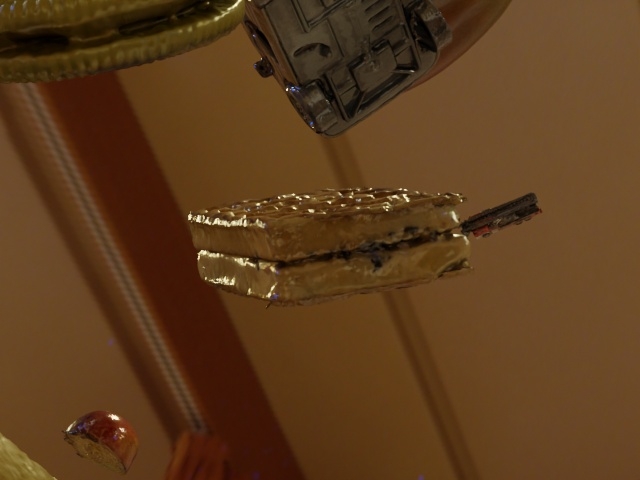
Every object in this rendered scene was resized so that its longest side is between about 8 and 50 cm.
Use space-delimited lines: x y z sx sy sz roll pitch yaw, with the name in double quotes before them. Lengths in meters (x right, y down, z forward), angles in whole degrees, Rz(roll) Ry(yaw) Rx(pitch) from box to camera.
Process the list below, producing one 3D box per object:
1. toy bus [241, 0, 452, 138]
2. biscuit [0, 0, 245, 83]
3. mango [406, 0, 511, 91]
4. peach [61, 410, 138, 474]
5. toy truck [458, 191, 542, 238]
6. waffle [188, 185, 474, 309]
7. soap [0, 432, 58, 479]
"toy bus" -0.013 -0.213 1.020 0.139 0.157 0.289 -36 -32 -3
"biscuit" -0.061 -0.062 0.362 0.084 0.084 0.023 -2 -69 19
"mango" 0.100 -0.237 1.398 0.289 0.146 0.129 -34 -72 11
"peach" -0.258 0.233 1.621 0.098 0.061 0.098 25 -30 16
"toy truck" 0.177 -0.023 1.347 0.083 0.024 0.032 -23 -24 9
"waffle" 0.000 0.001 1.394 0.213 0.308 0.091 -9 -83 -20
"soap" -0.269 0.243 0.727 0.293 0.156 0.335 40 -92 -9
